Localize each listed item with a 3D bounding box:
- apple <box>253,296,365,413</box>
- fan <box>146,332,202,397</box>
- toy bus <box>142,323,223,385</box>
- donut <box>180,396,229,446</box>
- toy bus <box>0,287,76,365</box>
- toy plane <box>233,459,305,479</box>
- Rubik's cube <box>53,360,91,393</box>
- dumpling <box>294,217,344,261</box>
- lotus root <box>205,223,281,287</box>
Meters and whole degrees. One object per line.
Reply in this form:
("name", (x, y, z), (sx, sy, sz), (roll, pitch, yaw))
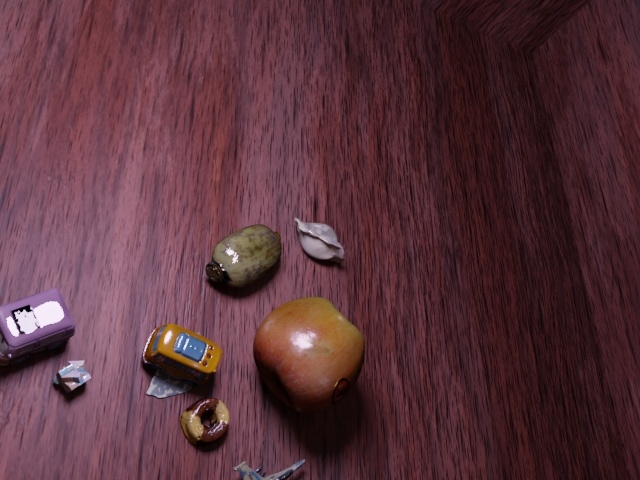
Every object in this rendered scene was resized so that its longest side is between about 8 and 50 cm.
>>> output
("apple", (-0.022, 0.333, 1.840), (0.305, 0.338, 0.338), (-35, 85, -24))
("fan", (-0.410, 0.369, 1.810), (0.131, 0.009, 0.240), (42, 52, -4))
("toy bus", (-0.383, 0.319, 1.761), (0.209, 0.136, 0.126), (29, 55, -18))
("donut", (-0.322, 0.510, 1.759), (0.140, 0.059, 0.140), (12, 63, -25))
("toy bus", (-0.756, 0.222, 1.606), (0.202, 0.142, 0.142), (-22, 77, -36))
("toy plane", (-0.148, 0.692, 1.751), (0.262, 0.088, 0.192), (-21, 82, -46))
("Rubik's cube", (-0.653, 0.353, 1.637), (0.073, 0.084, 0.075), (56, 36, 2))
("dumpling", (0.000, 0.000, 2.156), (0.229, 0.151, 0.124), (37, 80, -9))
("lotus root", (-0.228, 0.038, 2.004), (0.173, 0.173, 0.309), (52, 46, 3))
